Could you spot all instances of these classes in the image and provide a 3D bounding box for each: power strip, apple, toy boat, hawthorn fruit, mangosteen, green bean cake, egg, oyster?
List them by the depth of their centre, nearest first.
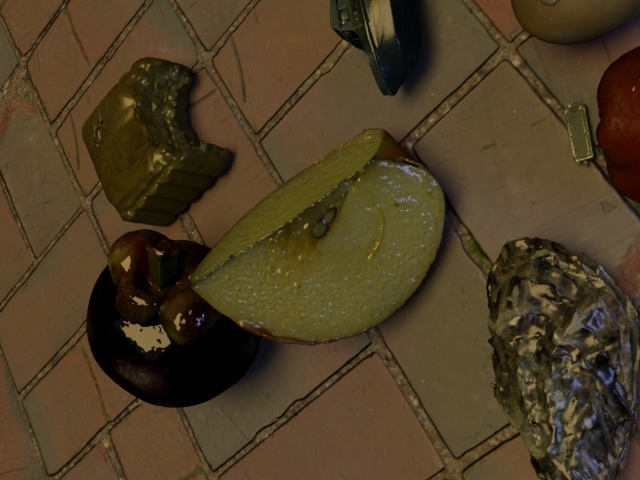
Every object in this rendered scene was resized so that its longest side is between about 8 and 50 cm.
[{"bbox_3d":[0.396,-0.122,0.805,0.202,0.185,0.185,10,92,32],"label":"hawthorn fruit"},{"bbox_3d":[0.311,-0.321,0.889,0.201,0.164,0.164,-44,63,20],"label":"egg"},{"bbox_3d":[0.280,0.165,0.892,0.162,0.158,0.351,134,139,-63],"label":"oyster"},{"bbox_3d":[0.322,-0.130,0.954,0.027,0.017,0.083,-14,78,35],"label":"power strip"},{"bbox_3d":[0.000,0.000,1.059,0.346,0.179,0.254,-36,58,3],"label":"apple"},{"bbox_3d":[0.078,-0.344,1.088,0.122,0.114,0.296,-11,79,28],"label":"toy boat"},{"bbox_3d":[-0.222,0.101,1.158,0.275,0.275,0.302,44,151,30],"label":"mangosteen"},{"bbox_3d":[-0.290,-0.171,1.333,0.233,0.124,0.236,-39,65,27],"label":"green bean cake"}]
